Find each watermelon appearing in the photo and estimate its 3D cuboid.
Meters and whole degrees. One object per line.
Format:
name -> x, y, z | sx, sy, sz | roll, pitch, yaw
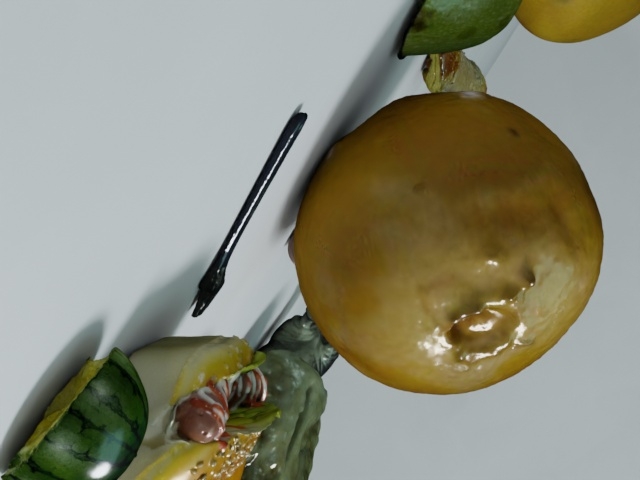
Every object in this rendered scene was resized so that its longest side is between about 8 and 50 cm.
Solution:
watermelon -> -0.141, 0.119, 0.677 | 0.105, 0.062, 0.105 | -53, -177, 3

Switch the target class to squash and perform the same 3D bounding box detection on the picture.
squash -> 0.158, -0.247, 1.139 | 0.184, 0.085, 0.192 | -52, 171, -53

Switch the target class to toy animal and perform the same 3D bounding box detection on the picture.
toy animal -> -0.093, 0.244, 1.670 | 0.343, 0.106, 0.168 | -49, 179, -19

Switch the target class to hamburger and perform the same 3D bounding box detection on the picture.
hamburger -> -0.112, 0.150, 0.839 | 0.173, 0.116, 0.210 | -55, 175, 5

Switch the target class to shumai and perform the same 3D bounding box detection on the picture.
shumai -> -0.056, 0.293, 1.461 | 0.261, 0.222, 0.225 | -54, 152, -6

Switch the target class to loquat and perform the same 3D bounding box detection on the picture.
loquat -> 0.127, 0.000, 1.144 | 0.328, 0.328, 0.328 | -56, 175, -8

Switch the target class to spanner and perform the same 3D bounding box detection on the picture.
spanner -> -0.060, -0.018, 0.898 | 0.209, 0.012, 0.046 | -61, 174, 26

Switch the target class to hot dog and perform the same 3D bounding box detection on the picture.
hot dog -> 0.172, -0.227, 1.505 | 0.078, 0.061, 0.169 | -64, 149, -4

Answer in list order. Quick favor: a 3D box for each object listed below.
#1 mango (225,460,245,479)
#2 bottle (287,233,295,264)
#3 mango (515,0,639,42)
mango -> -0.133, 0.212, 1.108 | 0.145, 0.112, 0.219 | -59, -174, 17
bottle -> 0.000, 0.000, 1.321 | 0.053, 0.053, 0.140 | -59, 175, 16
mango -> 0.407, -0.432, 1.592 | 0.445, 0.232, 0.300 | -41, 168, -51
